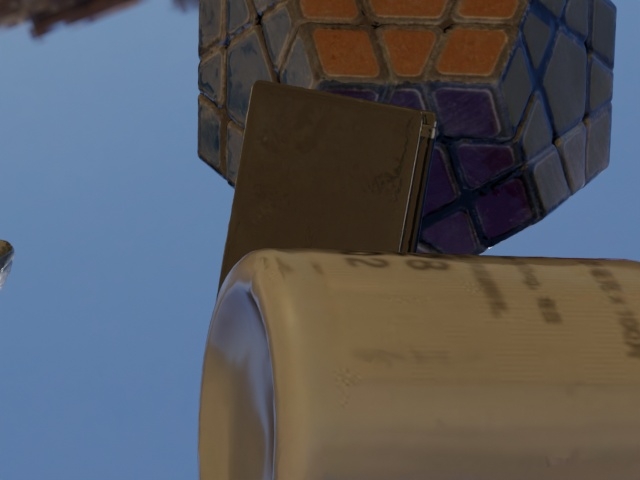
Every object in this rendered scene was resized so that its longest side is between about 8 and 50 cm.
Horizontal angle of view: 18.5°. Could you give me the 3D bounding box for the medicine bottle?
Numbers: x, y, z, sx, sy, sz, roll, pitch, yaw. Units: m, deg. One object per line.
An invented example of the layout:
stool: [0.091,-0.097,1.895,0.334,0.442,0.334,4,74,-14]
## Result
medicine bottle: [0.087,0.075,0.750,0.252,0.144,0.144,3,-164,-15]

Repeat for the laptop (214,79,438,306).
laptop: [0.000,0.000,1.198,0.129,0.180,0.016,13,-173,27]

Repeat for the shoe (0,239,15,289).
shoe: [-0.377,0.042,1.730,0.227,0.112,0.099,-31,160,-39]

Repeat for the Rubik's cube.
Rubik's cube: [0.062,-0.117,1.437,0.264,0.319,0.319,-2,-170,-30]
